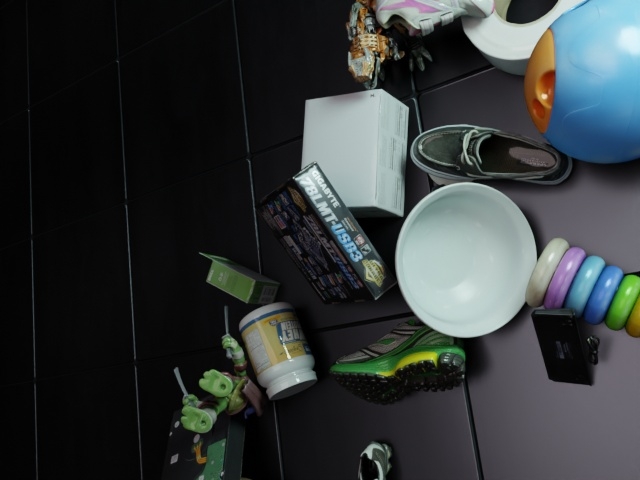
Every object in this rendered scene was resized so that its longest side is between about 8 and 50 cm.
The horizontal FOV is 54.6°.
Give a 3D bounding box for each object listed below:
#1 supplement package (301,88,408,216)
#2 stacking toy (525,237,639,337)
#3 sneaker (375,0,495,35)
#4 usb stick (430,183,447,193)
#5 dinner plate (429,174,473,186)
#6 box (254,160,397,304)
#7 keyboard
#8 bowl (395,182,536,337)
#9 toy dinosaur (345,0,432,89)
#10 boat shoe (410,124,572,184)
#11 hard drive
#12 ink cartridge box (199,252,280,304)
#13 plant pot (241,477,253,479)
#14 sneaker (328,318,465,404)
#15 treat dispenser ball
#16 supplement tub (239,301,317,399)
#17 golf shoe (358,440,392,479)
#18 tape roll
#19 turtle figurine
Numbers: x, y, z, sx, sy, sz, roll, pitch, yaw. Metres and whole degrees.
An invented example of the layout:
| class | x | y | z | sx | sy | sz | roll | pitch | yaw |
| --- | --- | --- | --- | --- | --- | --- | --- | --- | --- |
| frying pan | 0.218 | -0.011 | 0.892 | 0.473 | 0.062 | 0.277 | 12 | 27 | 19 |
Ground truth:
| class | x | y | z | sx | sy | sz | roll | pitch | yaw |
| --- | --- | --- | --- | --- | --- | --- | --- | --- | --- |
| supplement package | 0.077 | -0.191 | 1.435 | 0.204 | 0.145 | 0.262 | 0 | 83 | 33 |
| stacking toy | 0.547 | 0.119 | 1.107 | 0.330 | 0.141 | 0.141 | 26 | 98 | 27 |
| sneaker | 0.225 | -0.470 | 1.270 | 0.252 | 0.103 | 0.111 | 11 | 95 | 16 |
| usb stick | 0.259 | 0.015 | 1.348 | 0.077 | 0.045 | 0.278 | 7 | 87 | 24 |
| dinner plate | 0.295 | -0.186 | 1.371 | 0.141 | 0.017 | 0.141 | -6 | 78 | 32 |
| box | 0.000 | 0.000 | 1.334 | 0.296 | 0.073 | 0.293 | 54 | 158 | -5 |
| keyboard | 0.460 | 0.196 | 1.141 | 0.108 | 0.023 | 0.180 | -2 | 126 | 37 |
| bowl | 0.268 | 0.038 | 1.248 | 0.134 | 0.297 | 0.298 | -179 | 99 | -76 |
| toy dinosaur | 0.135 | -0.469 | 1.377 | 0.164 | 0.218 | 0.322 | 15 | 75 | 40 |
| boat shoe | 0.335 | -0.185 | 1.267 | 0.335 | 0.119 | 0.121 | 8 | 87 | 28 |
| hard drive | -0.290 | 0.545 | 1.524 | 0.237 | 0.064 | 0.339 | -31 | 36 | 25 |
| ink cartridge box | -0.219 | 0.099 | 1.606 | 0.209 | 0.109 | 0.062 | 22 | 95 | 33 |
| plant pot | -0.166 | 0.686 | 1.489 | 0.237 | 0.109 | 0.237 | -5 | 81 | 33 |
| sneaker | 0.166 | 0.259 | 1.346 | 0.343 | 0.134 | 0.146 | -20 | 36 | 36 |
| treat dispenser ball | 0.506 | -0.279 | 1.083 | 0.288 | 0.288 | 0.288 | -5 | 80 | 32 |
| supplement tub | -0.099 | 0.264 | 1.484 | 0.144 | 0.144 | 0.200 | -34 | 67 | 25 |
| golf shoe | 0.112 | 0.541 | 1.340 | 0.077 | 0.094 | 0.198 | -11 | 79 | 30 |
| tape roll | 0.438 | -0.490 | 1.272 | 0.286 | 0.100 | 0.286 | -6 | 79 | 32 |
| turtle figurine | -0.261 | 0.323 | 1.437 | 0.197 | 0.266 | 0.275 | -28 | 86 | 2 |
